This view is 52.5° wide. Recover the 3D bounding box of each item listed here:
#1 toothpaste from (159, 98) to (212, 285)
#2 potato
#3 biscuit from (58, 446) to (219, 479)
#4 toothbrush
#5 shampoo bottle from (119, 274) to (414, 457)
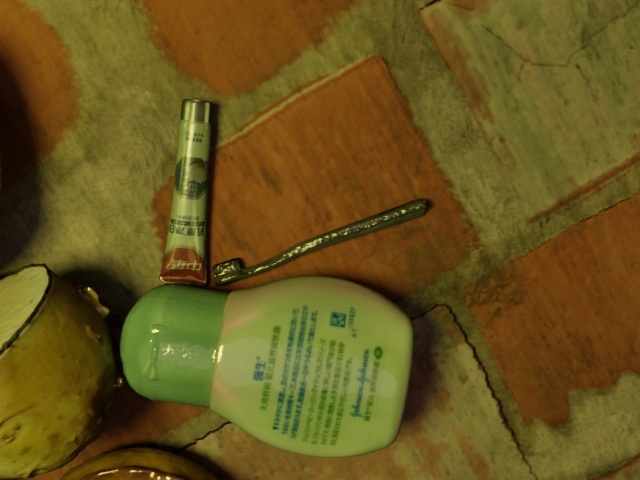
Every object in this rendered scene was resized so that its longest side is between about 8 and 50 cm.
[{"bbox_3d":[-0.167,-0.059,0.830,0.062,0.039,0.239,5,101,-9],"label":"toothpaste"},{"bbox_3d":[-0.376,0.178,0.768,0.299,0.246,0.196,-15,125,26],"label":"potato"},{"bbox_3d":[-0.239,0.415,0.868,0.296,0.102,0.296,0,102,-1],"label":"biscuit"},{"bbox_3d":[0.000,0.000,0.846,0.297,0.030,0.030,-19,89,2],"label":"toothbrush"},{"bbox_3d":[-0.071,0.144,0.805,0.349,0.151,0.222,9,93,-3],"label":"shampoo bottle"}]
